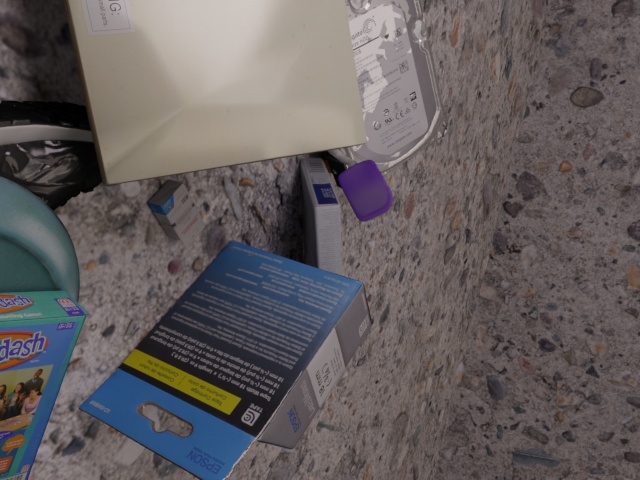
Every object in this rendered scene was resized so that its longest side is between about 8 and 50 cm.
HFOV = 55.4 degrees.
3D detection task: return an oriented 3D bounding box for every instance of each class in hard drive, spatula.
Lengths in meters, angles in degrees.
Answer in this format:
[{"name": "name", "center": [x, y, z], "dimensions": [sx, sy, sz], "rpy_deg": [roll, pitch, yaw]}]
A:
[{"name": "hard drive", "center": [0.086, -0.278, 1.026], "dimensions": [0.236, 0.064, 0.339], "rpy_deg": [-33, 124, -20]}, {"name": "spatula", "center": [0.016, -0.158, 0.987], "dimensions": [0.296, 0.084, 0.030], "rpy_deg": [51, 39, -20]}]

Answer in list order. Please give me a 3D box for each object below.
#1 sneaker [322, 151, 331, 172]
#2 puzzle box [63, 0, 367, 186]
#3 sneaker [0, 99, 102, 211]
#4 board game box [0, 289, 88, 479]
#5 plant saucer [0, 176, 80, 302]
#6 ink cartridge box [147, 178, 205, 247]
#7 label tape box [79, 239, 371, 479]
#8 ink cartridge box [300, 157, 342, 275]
[{"name": "sneaker", "center": [0.102, -0.206, 1.160], "dimensions": [0.262, 0.121, 0.099], "rpy_deg": [-47, 140, -39]}, {"name": "puzzle box", "center": [-0.111, -0.274, 0.588], "dimensions": [0.272, 0.052, 0.409], "rpy_deg": [-12, 97, -23]}, {"name": "sneaker", "center": [-0.288, -0.067, 0.600], "dimensions": [0.283, 0.107, 0.124], "rpy_deg": [-10, 121, -51]}, {"name": "board game box", "center": [-0.314, 0.146, 0.531], "dimensions": [0.160, 0.047, 0.210], "rpy_deg": [5, 114, -55]}, {"name": "plant saucer", "center": [-0.347, 0.088, 0.522], "dimensions": [0.317, 0.043, 0.318], "rpy_deg": [-34, 141, -33]}, {"name": "ink cartridge box", "center": [-0.193, -0.035, 0.825], "dimensions": [0.048, 0.028, 0.083], "rpy_deg": [-55, 144, -31]}, {"name": "label tape box", "center": [-0.115, 0.169, 0.840], "dimensions": [0.334, 0.240, 0.106], "rpy_deg": [-51, 145, -34]}, {"name": "ink cartridge box", "center": [0.000, 0.000, 1.030], "dimensions": [0.223, 0.045, 0.224], "rpy_deg": [-106, -166, -62]}]
